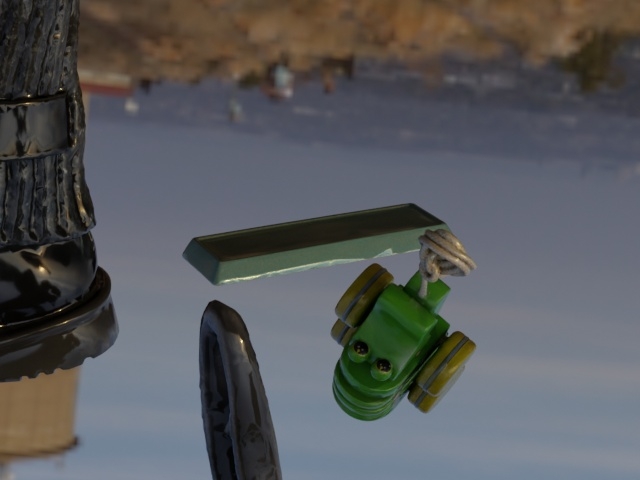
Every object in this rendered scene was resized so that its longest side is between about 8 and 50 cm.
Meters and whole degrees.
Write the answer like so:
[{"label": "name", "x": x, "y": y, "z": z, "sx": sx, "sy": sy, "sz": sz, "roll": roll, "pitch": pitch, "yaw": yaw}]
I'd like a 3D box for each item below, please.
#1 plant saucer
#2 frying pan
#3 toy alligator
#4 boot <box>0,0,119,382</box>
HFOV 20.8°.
[{"label": "plant saucer", "x": 0.000, "y": 0.000, "z": 1.258, "sx": 0.192, "sy": 0.018, "sz": 0.067, "roll": -10, "pitch": -158, "yaw": -23}, {"label": "frying pan", "x": -0.008, "y": 0.191, "z": 0.622, "sx": 0.053, "sy": 0.326, "sz": 0.197, "roll": -26, "pitch": -122, "yaw": -23}, {"label": "toy alligator", "x": 0.029, "y": 0.043, "z": 0.720, "sx": 0.056, "sy": 0.051, "sz": 0.189, "roll": 39, "pitch": 166, "yaw": 9}, {"label": "boot", "x": -0.295, "y": -0.030, "z": 1.022, "sx": 0.348, "sy": 0.260, "sz": 0.131, "roll": -15, "pitch": -153, "yaw": -15}]
